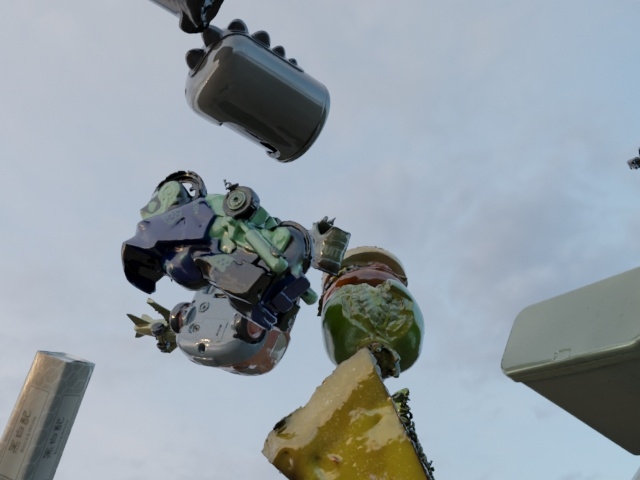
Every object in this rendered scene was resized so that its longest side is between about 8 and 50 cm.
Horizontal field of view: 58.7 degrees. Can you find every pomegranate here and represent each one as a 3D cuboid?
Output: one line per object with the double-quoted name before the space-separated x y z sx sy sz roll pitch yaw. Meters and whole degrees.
"pomegranate" 0.114 0.210 1.204 0.236 0.301 0.235 0 -67 -1

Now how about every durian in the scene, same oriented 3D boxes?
"durian" 0.158 0.446 1.026 0.132 0.107 0.374 -1 -74 36

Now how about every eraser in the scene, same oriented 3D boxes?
"eraser" -0.600 0.433 1.173 0.098 0.403 0.096 12 -14 20

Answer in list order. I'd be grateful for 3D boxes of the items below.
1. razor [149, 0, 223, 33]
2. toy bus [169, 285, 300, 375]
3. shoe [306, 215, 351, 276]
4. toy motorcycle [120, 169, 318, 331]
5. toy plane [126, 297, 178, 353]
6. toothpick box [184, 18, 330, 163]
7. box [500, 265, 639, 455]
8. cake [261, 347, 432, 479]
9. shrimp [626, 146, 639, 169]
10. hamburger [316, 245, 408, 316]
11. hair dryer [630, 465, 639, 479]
"razor" -0.319 -0.551 1.061 0.349 0.113 0.204 34 -53 6
"toy bus" -0.151 0.153 1.178 0.194 0.287 0.232 0 -37 28
"shoe" -0.002 -0.002 1.554 0.109 0.293 0.149 25 -88 -26
"toy motorcycle" -0.157 0.015 0.798 0.196 0.331 0.125 -56 -34 -12
"toy plane" -0.424 0.258 1.644 0.256 0.104 0.241 9 -46 10
"toothpick box" -0.148 -0.334 1.245 0.317 0.228 0.229 26 -54 -34
"box" 0.591 0.238 1.052 0.344 0.177 0.352 34 -32 -9
"cake" 0.059 0.164 0.392 0.116 0.185 0.079 -54 -28 -17
"shrimp" 0.636 -0.127 1.010 0.152 0.219 0.046 15 -75 -1
"hamburger" 0.131 0.160 1.667 0.291 0.225 0.290 -3 -58 -4
"hair dryer" 0.340 0.201 0.291 0.107 0.357 0.173 45 -102 -24
